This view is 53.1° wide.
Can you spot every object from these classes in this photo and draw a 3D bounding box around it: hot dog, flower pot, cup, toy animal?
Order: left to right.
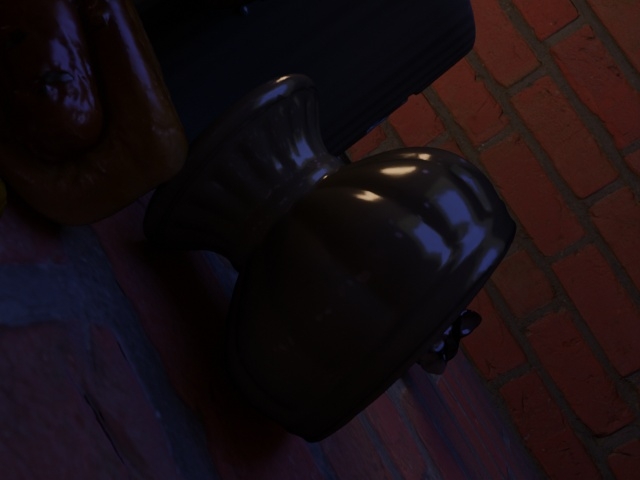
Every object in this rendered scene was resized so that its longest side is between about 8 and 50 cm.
[{"bbox_3d":[-0.200,-0.145,0.472,0.257,0.150,0.153,63,2,32],"label":"hot dog"},{"bbox_3d":[-0.058,-0.272,0.841,0.401,0.392,0.310,58,3,32],"label":"cup"},{"bbox_3d":[0.000,0.000,0.596,0.244,0.307,0.307,44,10,3],"label":"flower pot"},{"bbox_3d":[0.212,0.141,1.372,0.302,0.194,0.344,41,24,-40],"label":"toy animal"}]

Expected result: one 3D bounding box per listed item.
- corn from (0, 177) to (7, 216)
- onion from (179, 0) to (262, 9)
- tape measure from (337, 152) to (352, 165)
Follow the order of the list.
[{"bbox_3d":[-0.259,-0.135,0.232,0.363,0.120,0.120,56,10,-21],"label":"corn"},{"bbox_3d":[-0.117,-0.331,0.575,0.246,0.190,0.246,-7,90,-66],"label":"onion"},{"bbox_3d":[-0.007,-0.137,1.329,0.262,0.138,0.259,57,9,-4],"label":"tape measure"}]
